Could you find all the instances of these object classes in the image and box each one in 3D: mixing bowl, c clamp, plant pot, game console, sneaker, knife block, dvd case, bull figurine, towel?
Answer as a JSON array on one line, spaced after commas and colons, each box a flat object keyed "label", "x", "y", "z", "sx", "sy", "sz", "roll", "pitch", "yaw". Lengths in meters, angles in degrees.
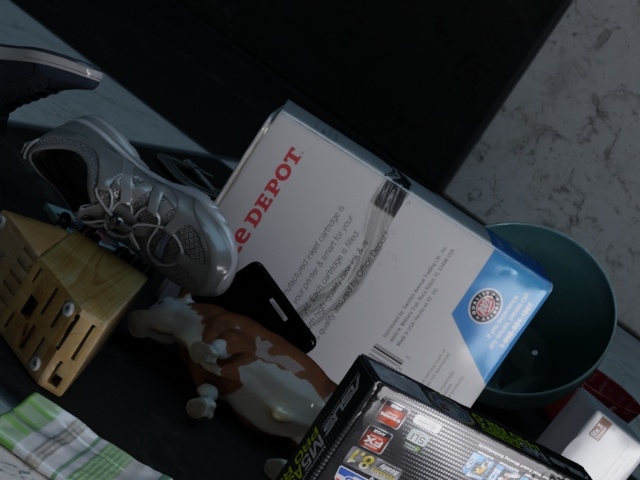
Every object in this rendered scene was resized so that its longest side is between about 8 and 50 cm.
[{"label": "mixing bowl", "x": 0.431, "y": 0.268, "z": 2.452, "sx": 0.181, "sy": 0.098, "sz": 0.181, "roll": 32, "pitch": 11, "yaw": -7}, {"label": "c clamp", "x": -0.206, "y": -0.105, "z": 2.450, "sx": 0.137, "sy": 0.022, "sz": 0.160, "roll": 26, "pitch": 13, "yaw": -33}, {"label": "plant pot", "x": 0.296, "y": 0.143, "z": 2.280, "sx": 0.290, "sy": 0.290, "sz": 0.195, "roll": 38, "pitch": -22, "yaw": 20}, {"label": "game console", "x": -0.077, "y": 0.093, "z": 1.701, "sx": 0.122, "sy": 0.107, "sz": 0.071, "roll": 54, "pitch": 8, "yaw": -8}, {"label": "sneaker", "x": -0.377, "y": -0.160, "z": 1.820, "sx": 0.226, "sy": 0.163, "sz": 0.086, "roll": 9, "pitch": 0, "yaw": 19}, {"label": "sneaker", "x": -0.209, "y": -0.025, "z": 1.585, "sx": 0.281, "sy": 0.105, "sz": 0.115, "roll": 36, "pitch": 32, "yaw": 24}, {"label": "knife block", "x": -0.231, "y": 0.065, "z": 1.534, "sx": 0.242, "sy": 0.088, "sz": 0.276, "roll": 20, "pitch": 17, "yaw": -46}, {"label": "dvd case", "x": -0.285, "y": -0.007, "z": 1.868, "sx": 0.119, "sy": 0.013, "sz": 0.087, "roll": 23, "pitch": 16, "yaw": -45}, {"label": "bull figurine", "x": -0.072, "y": 0.152, "z": 1.587, "sx": 0.310, "sy": 0.101, "sz": 0.188, "roll": 31, "pitch": 16, "yaw": -1}, {"label": "towel", "x": -0.205, "y": 0.187, "z": 1.276, "sx": 0.152, "sy": 0.023, "sz": 0.113, "roll": 34, "pitch": 11, "yaw": 4}]

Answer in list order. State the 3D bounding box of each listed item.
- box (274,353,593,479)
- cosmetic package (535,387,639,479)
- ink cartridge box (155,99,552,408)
[{"label": "box", "x": 0.091, "y": 0.252, "z": 1.329, "sx": 0.270, "sy": 0.216, "sz": 0.060, "roll": 29, "pitch": 11, "yaw": -23}, {"label": "cosmetic package", "x": 0.327, "y": 0.261, "z": 1.829, "sx": 0.085, "sy": 0.117, "sz": 0.231, "roll": 38, "pitch": 5, "yaw": 2}, {"label": "ink cartridge box", "x": 0.040, "y": 0.050, "z": 1.831, "sx": 0.395, "sy": 0.285, "sz": 0.166, "roll": 33, "pitch": 10, "yaw": -4}]
